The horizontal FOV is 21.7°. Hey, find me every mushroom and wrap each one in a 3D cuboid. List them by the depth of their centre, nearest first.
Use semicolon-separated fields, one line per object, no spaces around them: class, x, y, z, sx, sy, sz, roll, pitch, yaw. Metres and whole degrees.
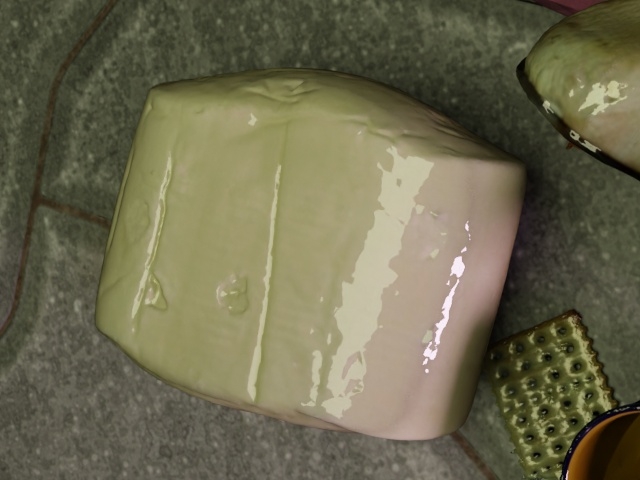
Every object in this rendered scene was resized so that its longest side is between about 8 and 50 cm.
mushroom;0.343;-0.155;1.636;0.267;0.189;0.164;29;112;-7

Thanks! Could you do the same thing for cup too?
cup;0.349;0.264;1.673;0.178;0.256;0.255;34;108;22

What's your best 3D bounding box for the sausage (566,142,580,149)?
sausage;0.327;-0.159;1.766;0.062;0.054;0.183;41;110;-12

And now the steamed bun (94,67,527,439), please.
steamed bun;0.000;0.000;1.828;0.456;0.290;0.371;18;98;29

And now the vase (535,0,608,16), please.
vase;0.259;-0.276;1.781;0.214;0.086;0.086;18;102;30

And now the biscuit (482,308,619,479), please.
biscuit;0.263;0.191;1.851;0.144;0.016;0.203;-23;83;27
